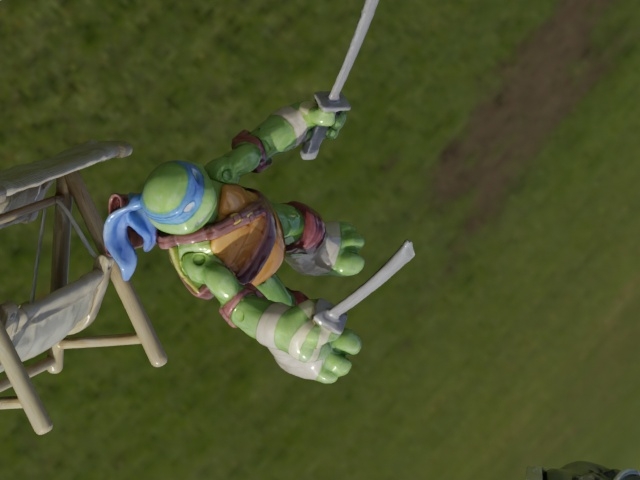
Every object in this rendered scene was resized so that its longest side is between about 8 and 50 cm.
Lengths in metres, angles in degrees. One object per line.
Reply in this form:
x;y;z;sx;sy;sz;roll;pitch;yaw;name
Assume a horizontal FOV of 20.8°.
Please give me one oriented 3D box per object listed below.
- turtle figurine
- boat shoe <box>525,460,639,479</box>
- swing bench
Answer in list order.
0.000;0.000;1.300;0.275;0.198;0.266;-32;154;3;turtle figurine
0.186;0.198;1.137;0.099;0.116;0.319;-5;179;7;boat shoe
-0.302;0.043;1.778;0.165;0.254;0.253;-5;-170;26;swing bench
